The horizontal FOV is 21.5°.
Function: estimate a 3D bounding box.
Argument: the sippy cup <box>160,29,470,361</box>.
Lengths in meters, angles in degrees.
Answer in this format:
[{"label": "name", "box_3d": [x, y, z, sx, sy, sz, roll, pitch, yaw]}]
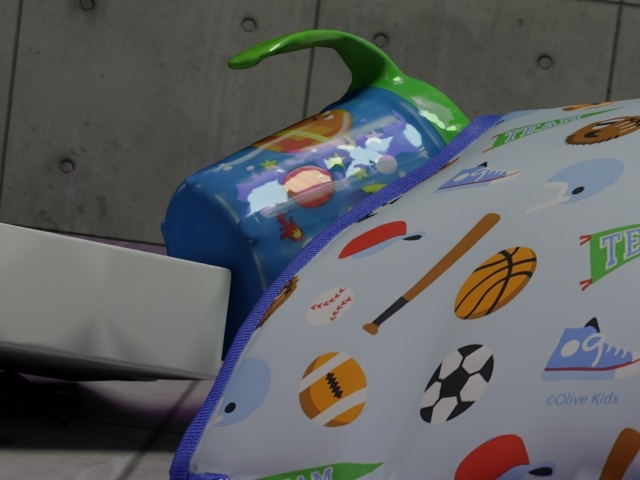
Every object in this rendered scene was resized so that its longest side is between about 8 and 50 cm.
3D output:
[{"label": "sippy cup", "box_3d": [0.000, 0.000, 1.397, 0.224, 0.305, 0.240, -20, -26, -31]}]

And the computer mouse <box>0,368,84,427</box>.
[{"label": "computer mouse", "box_3d": [-0.288, 0.117, 1.302, 0.193, 0.042, 0.106, 4, 7, -38]}]

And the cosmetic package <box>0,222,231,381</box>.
[{"label": "cosmetic package", "box_3d": [-0.302, 0.041, 1.319, 0.377, 0.097, 0.284, 12, -13, -30]}]

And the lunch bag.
[{"label": "lunch bag", "box_3d": [0.146, 0.076, 0.919, 0.328, 0.239, 0.385, -6, 18, 41]}]
